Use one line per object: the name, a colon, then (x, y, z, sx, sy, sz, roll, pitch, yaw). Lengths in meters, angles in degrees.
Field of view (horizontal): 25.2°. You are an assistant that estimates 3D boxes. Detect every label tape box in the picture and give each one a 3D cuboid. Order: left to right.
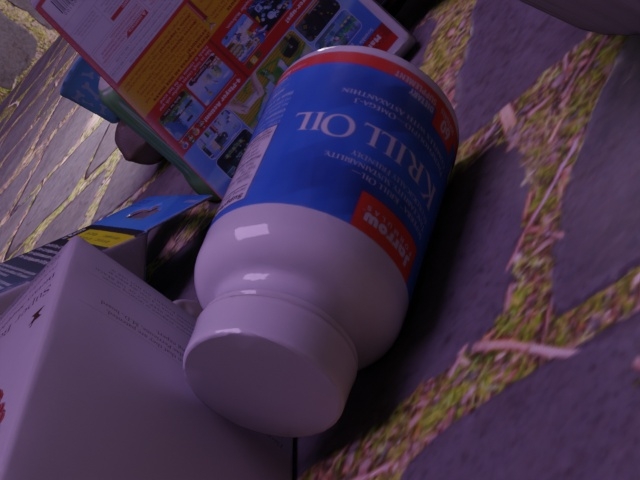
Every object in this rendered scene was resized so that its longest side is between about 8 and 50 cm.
label tape box: (-0.259, 0.069, 1.315, 0.334, 0.106, 0.240, -24, 10, -18)

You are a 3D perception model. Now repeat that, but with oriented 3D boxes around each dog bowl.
dog bowl: (-0.195, -0.250, 1.752, 0.297, 0.074, 0.166, -48, 1, -40)

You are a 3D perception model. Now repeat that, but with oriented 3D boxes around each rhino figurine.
rhino figurine: (-0.149, -0.168, 1.592, 0.243, 0.073, 0.106, -41, 15, 40)

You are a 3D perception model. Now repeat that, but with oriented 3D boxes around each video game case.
video game case: (-0.087, -0.181, 1.180, 0.204, 0.285, 0.025, -49, -16, 14)

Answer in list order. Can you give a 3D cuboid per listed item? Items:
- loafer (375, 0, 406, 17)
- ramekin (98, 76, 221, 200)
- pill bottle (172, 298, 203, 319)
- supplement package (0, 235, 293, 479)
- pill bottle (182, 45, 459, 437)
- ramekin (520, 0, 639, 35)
loafer: (0.111, -0.254, 1.122, 0.109, 0.095, 0.302, -29, 3, -43)
ramekin: (-0.075, -0.201, 1.348, 0.303, 0.148, 0.303, -46, 19, 21)
pill bottle: (-0.115, 0.112, 0.980, 0.137, 0.078, 0.078, -47, 19, 20)
supplement package: (-0.134, 0.167, 0.766, 0.177, 0.175, 0.293, -45, 20, 20)
pill bottle: (0.000, 0.000, 0.831, 0.124, 0.124, 0.221, -35, 26, 44)
ramekin: (0.173, -0.232, 0.753, 0.273, 0.127, 0.273, -36, 37, 34)
